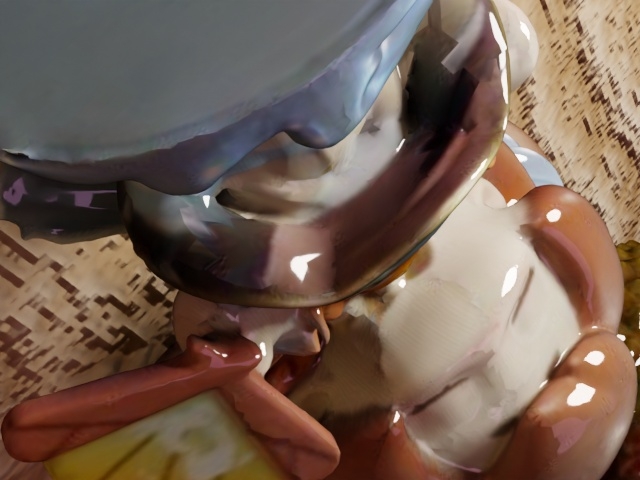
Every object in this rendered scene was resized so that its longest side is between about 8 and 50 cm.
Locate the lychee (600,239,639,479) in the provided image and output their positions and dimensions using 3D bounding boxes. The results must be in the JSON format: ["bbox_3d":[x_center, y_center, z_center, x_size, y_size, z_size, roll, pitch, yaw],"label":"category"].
[{"bbox_3d":[0.198,0.114,0.938,0.236,0.236,0.271,86,27,-47],"label":"lychee"}]

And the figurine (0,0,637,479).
[{"bbox_3d":[0.000,0.001,0.576,0.276,0.248,0.388,-46,139,-9],"label":"figurine"}]
